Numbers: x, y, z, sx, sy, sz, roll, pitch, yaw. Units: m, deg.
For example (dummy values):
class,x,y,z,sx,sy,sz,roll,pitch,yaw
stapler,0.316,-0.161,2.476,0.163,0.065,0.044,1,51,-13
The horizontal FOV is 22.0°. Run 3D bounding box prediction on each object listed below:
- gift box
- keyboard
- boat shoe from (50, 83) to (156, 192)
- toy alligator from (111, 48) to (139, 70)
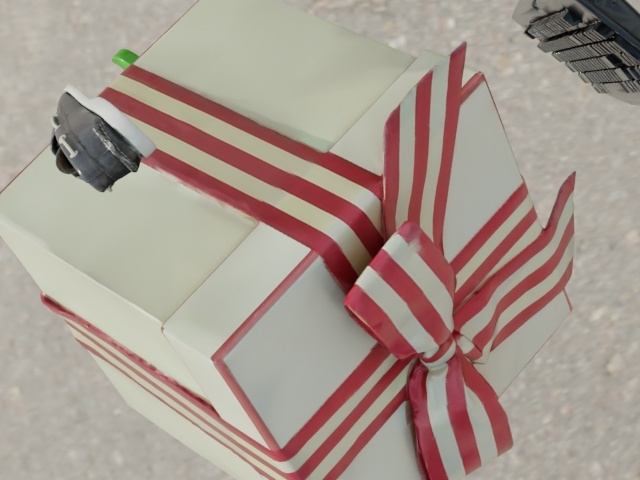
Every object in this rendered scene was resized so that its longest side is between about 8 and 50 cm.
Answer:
class,x,y,z,sx,sy,sz,roll,pitch,yaw
gift box,0.000,0.000,0.989,0.258,0.255,0.276,29,73,39
keyboard,0.161,-0.156,1.118,0.201,0.317,0.033,44,93,-2
boat shoe,-0.116,-0.048,0.818,0.046,0.038,0.125,46,172,-23
toy alligator,-0.109,-0.125,1.490,0.190,0.056,0.051,24,153,25
